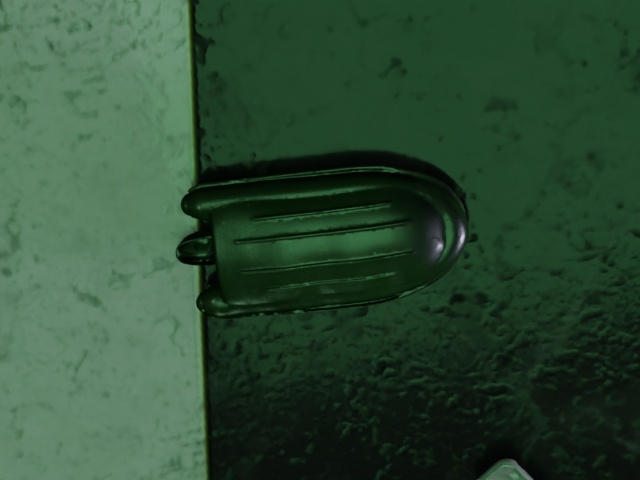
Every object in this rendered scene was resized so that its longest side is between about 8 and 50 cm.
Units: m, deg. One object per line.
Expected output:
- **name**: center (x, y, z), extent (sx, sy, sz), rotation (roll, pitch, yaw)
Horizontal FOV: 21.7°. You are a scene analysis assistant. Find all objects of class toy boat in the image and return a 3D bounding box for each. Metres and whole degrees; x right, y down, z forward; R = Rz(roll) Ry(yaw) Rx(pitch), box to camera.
- **toy boat**: center (0.000, 0.000, 1.186), extent (0.210, 0.052, 0.104), rotation (-7, 102, 6)

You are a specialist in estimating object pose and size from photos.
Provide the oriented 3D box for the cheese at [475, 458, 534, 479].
- **cheese**: center (0.210, 0.260, 1.238), extent (0.255, 0.050, 0.127), rotation (44, 106, -5)
